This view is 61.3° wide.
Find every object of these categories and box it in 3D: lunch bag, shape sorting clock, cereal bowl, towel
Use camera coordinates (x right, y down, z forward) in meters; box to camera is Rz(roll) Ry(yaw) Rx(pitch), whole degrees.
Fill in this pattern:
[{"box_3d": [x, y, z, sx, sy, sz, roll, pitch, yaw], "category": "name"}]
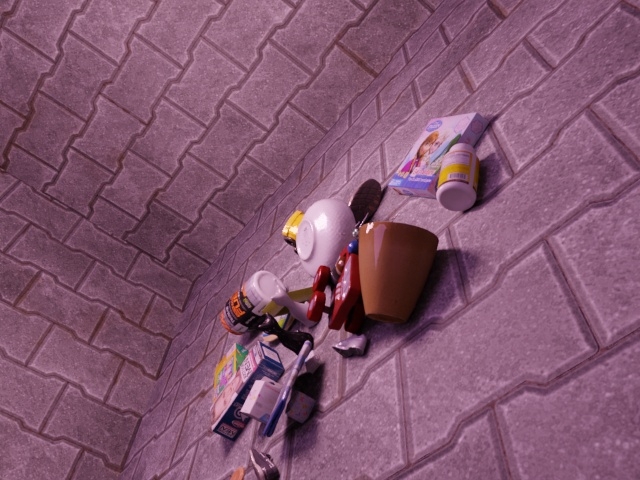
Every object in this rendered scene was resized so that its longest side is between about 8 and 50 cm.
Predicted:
[{"box_3d": [-0.068, 0.529, 1.719, 0.083, 0.071, 0.053, -63, 18, -18], "category": "lunch bag"}, {"box_3d": [-0.171, 0.348, 2.313, 0.206, 0.040, 0.206, -39, 26, 24], "category": "shape sorting clock"}, {"box_3d": [0.000, 0.000, 2.106, 0.339, 0.141, 0.338, -6, 84, 64], "category": "cereal bowl"}, {"box_3d": [-0.103, 0.483, 1.776, 0.285, 0.034, 0.209, -63, -3, -57], "category": "towel"}]

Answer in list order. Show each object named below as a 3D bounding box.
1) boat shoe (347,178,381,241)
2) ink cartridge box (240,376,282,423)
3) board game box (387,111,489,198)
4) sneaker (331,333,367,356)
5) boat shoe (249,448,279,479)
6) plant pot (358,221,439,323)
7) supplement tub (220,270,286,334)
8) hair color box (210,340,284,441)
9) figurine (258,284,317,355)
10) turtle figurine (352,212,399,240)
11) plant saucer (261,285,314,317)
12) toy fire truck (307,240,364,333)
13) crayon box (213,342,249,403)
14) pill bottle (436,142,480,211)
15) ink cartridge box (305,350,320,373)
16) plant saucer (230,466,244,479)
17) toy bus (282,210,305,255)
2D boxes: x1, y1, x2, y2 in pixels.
[{"box_3d": [0.138, -0.113, 2.218, 0.324, 0.123, 0.116, -58, 17, -13], "category": "boat shoe"}, {"box_3d": [-0.204, 0.572, 1.945, 0.090, 0.092, 0.143, -23, 36, 59], "category": "ink cartridge box"}, {"box_3d": [0.412, -0.303, 1.945, 0.317, 0.066, 0.319, -57, 19, -4], "category": "board game box"}, {"box_3d": [0.095, 0.329, 1.702, 0.152, 0.053, 0.061, -17, 33, 52], "category": "sneaker"}, {"box_3d": [-0.181, 0.719, 1.732, 0.065, 0.075, 0.206, -16, 3, -17], "category": "boat shoe"}, {"box_3d": [0.207, 0.104, 1.571, 0.237, 0.237, 0.254, -20, 54, 60], "category": "plant pot"}, {"box_3d": [-0.318, 0.299, 2.517, 0.316, 0.194, 0.193, -44, 22, 31], "category": "supplement tub"}, {"box_3d": [-0.293, 0.586, 2.120, 0.347, 0.105, 0.174, -55, 18, 2], "category": "hair color box"}, {"box_3d": [-0.115, 0.292, 2.011, 0.092, 0.210, 0.214, -36, 27, 44], "category": "figurine"}, {"box_3d": [0.186, 0.002, 1.878, 0.234, 0.175, 0.118, -55, 47, 35], "category": "turtle figurine"}, {"box_3d": [-0.119, 0.254, 2.174, 0.188, 0.188, 0.045, -49, 58, 51], "category": "plant saucer"}, {"box_3d": [0.081, 0.137, 1.752, 0.302, 0.170, 0.253, -80, 11, -48], "category": "toy fire truck"}, {"box_3d": [-0.387, 0.595, 2.366, 0.165, 0.081, 0.278, -52, 19, 11], "category": "crayon box"}, {"box_3d": [0.426, -0.200, 1.661, 0.117, 0.117, 0.214, -35, 27, 46], "category": "pill bottle"}, {"box_3d": [-0.026, 0.423, 1.860, 0.048, 0.028, 0.083, -53, 19, 12], "category": "ink cartridge box"}, {"box_3d": [-0.290, 0.821, 1.861, 0.083, 0.013, 0.083, -46, 22, 24], "category": "plant saucer"}, {"box_3d": [-0.027, -0.008, 2.392, 0.212, 0.220, 0.149, 17, 66, 36], "category": "toy bus"}]
